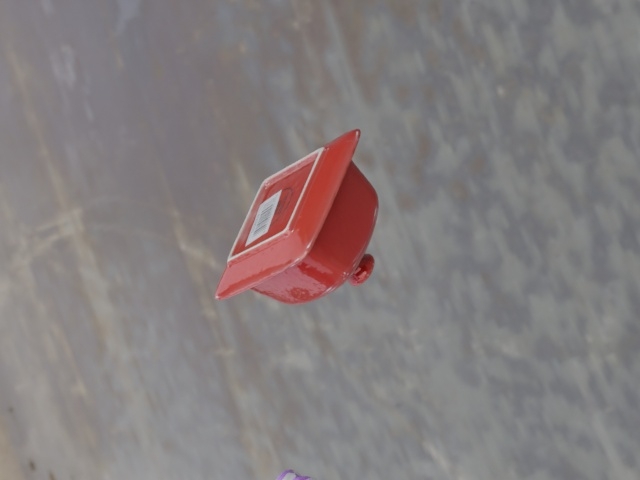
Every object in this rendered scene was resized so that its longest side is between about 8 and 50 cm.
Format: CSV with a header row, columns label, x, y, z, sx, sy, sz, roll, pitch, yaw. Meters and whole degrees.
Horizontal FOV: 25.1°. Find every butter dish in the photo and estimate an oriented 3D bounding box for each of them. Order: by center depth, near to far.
label,x,y,z,sx,sy,sz,roll,pitch,yaw
butter dish,0.000,0.000,1.344,0.118,0.160,0.160,37,145,-22

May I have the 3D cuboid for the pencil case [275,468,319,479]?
label,x,y,z,sx,sy,sz,roll,pitch,yaw
pencil case,0.030,0.288,1.338,0.206,0.088,0.086,22,106,19
